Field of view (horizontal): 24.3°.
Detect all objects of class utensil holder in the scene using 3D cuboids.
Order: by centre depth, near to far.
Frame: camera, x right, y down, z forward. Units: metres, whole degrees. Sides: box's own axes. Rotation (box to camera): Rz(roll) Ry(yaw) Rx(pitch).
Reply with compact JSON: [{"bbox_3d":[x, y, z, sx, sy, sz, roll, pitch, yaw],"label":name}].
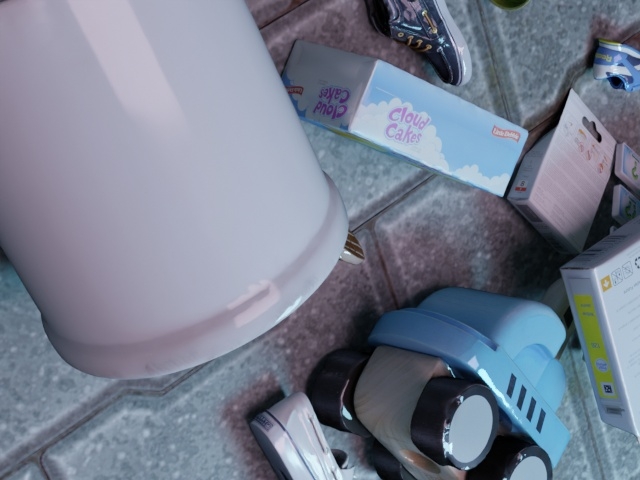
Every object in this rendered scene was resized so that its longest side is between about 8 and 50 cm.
[{"bbox_3d":[-0.189,-0.119,1.407,0.327,0.327,0.385,-37,123,-22],"label":"utensil holder"}]

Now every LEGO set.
[{"bbox_3d":[0.489,-0.008,2.100,0.244,0.060,0.182,35,55,-42],"label":"LEGO set"}]

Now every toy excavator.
[{"bbox_3d":[0.263,0.153,1.946,0.433,0.222,0.445,48,66,-38],"label":"toy excavator"}]

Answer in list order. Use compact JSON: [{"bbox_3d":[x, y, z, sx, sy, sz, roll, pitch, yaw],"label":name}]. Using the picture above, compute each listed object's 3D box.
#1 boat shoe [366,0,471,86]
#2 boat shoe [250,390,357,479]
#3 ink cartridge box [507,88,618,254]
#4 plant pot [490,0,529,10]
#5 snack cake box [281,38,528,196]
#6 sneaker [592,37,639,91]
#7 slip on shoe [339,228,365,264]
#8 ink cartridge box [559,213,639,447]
[{"bbox_3d":[0.113,-0.248,1.767,0.083,0.065,0.183,-37,119,-19],"label":"boat shoe"},{"bbox_3d":[0.005,0.297,1.851,0.084,0.095,0.258,-38,126,-17],"label":"boat shoe"},{"bbox_3d":[0.330,-0.093,2.015,0.145,0.045,0.179,41,61,-39],"label":"ink cartridge box"},{"bbox_3d":[0.253,-0.334,1.839,0.079,0.083,0.083,-26,121,-42],"label":"plant pot"},{"bbox_3d":[0.095,-0.141,1.728,0.264,0.152,0.089,19,94,-40],"label":"snack cake box"},{"bbox_3d":[0.423,-0.228,2.020,0.144,0.053,0.059,17,94,-32],"label":"sneaker"},{"bbox_3d":[0.000,0.000,1.780,0.041,0.051,0.135,-34,146,25],"label":"slip on shoe"},{"bbox_3d":[0.465,0.115,1.985,0.303,0.072,0.307,-30,112,-38],"label":"ink cartridge box"}]
